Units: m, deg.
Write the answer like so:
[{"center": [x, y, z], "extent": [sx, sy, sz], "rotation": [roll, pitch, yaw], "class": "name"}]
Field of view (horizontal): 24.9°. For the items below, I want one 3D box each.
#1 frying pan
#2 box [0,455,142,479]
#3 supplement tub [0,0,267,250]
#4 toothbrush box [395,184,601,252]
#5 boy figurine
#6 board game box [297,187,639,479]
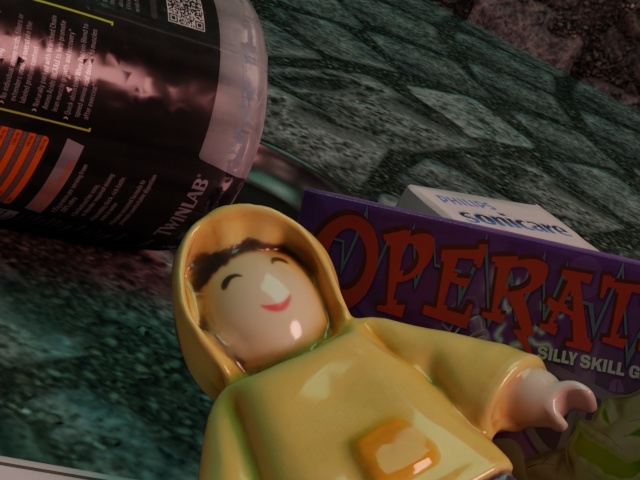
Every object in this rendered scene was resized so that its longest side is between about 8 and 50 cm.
[{"center": [0.007, -0.008, 1.209], "extent": [0.326, 0.053, 0.197], "rotation": [31, 20, 9], "class": "frying pan"}, {"center": [-0.137, 0.160, 0.551], "extent": [0.290, 0.087, 0.169], "rotation": [15, 22, -28], "class": "box"}, {"center": [-0.222, -0.119, 0.976], "extent": [0.338, 0.207, 0.207], "rotation": [13, 23, -34], "class": "supplement tub"}, {"center": [0.124, 0.139, 0.735], "extent": [0.126, 0.216, 0.295], "rotation": [6, 26, -48], "class": "toothbrush box"}, {"center": [0.026, 0.088, 0.596], "extent": [0.177, 0.092, 0.285], "rotation": [-25, 49, -12], "class": "boy figurine"}, {"center": [0.105, 0.106, 0.640], "extent": [0.346, 0.208, 0.056], "rotation": [14, -2, 42], "class": "board game box"}]
